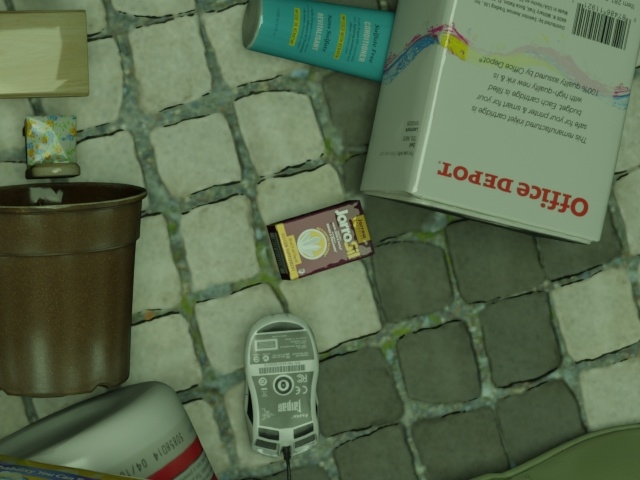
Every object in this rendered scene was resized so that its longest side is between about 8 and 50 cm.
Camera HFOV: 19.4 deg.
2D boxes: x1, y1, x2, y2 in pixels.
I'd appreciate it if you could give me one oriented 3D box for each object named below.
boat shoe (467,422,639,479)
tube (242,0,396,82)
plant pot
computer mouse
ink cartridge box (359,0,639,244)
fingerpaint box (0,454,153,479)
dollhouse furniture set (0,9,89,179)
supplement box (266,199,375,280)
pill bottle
[{"bbox_3d":[0.243,0.265,1.728,0.340,0.127,0.113,-17,123,-20],"label":"boat shoe"},{"bbox_3d":[0.033,-0.181,1.709,0.207,0.052,0.080,8,97,-20],"label":"tube"},{"bbox_3d":[-0.229,0.041,1.595,0.167,0.167,0.165,-3,98,-13],"label":"plant pot"},{"bbox_3d":[-0.032,0.159,1.696,0.106,0.042,0.193,-2,96,-9],"label":"computer mouse"},{"bbox_3d":[0.168,-0.152,1.687,0.201,0.117,0.278,13,87,-24],"label":"ink cartridge box"},{"bbox_3d":[-0.289,0.352,1.415,0.444,0.163,0.371,7,108,22],"label":"fingerpaint box"},{"bbox_3d":[-0.313,-0.157,1.565,0.242,0.161,0.212,-2,91,-13],"label":"dollhouse furniture set"},{"bbox_3d":[0.000,0.000,1.700,0.083,0.043,0.055,-18,94,-13],"label":"supplement box"},{"bbox_3d":[-0.145,0.343,1.572,0.229,0.229,0.408,-26,96,-12],"label":"pill bottle"}]
